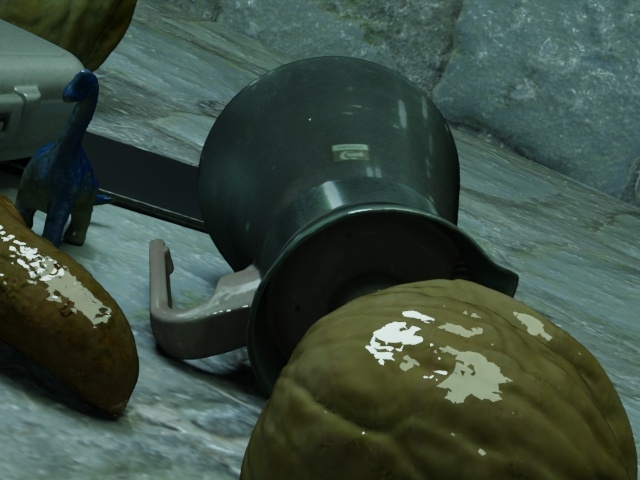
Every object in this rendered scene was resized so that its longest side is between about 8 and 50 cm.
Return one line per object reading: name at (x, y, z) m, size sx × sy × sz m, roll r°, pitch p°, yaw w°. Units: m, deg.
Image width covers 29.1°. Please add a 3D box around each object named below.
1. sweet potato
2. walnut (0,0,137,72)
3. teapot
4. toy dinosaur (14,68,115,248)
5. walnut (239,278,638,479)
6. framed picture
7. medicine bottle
sweet potato at (-0.254, 0.011, 0.921) m, size 0.341 × 0.092 × 0.114 m, roll 35°, pitch -5°, yaw 42°
walnut at (-0.373, -0.337, 1.631) m, size 0.283 × 0.283 × 0.227 m, roll 22°, pitch 1°, yaw 2°
teapot at (0.000, 0.000, 1.072) m, size 0.300 × 0.253 × 0.344 m, roll -14°, pitch 24°, yaw -1°
toy dinosaur at (-0.212, -0.076, 1.098) m, size 0.075 × 0.188 × 0.247 m, roll 30°, pitch 14°, yaw 4°
walnut at (0.070, 0.135, 0.705) m, size 0.228 × 0.228 × 0.228 m, roll 20°, pitch 15°, yaw -5°
framed picture at (-0.269, -0.093, 1.417) m, size 0.339 × 0.014 × 0.255 m, roll 17°, pitch 15°, yaw -16°
medicine bottle at (-0.421, -0.156, 1.182) m, size 0.282 × 0.123 × 0.375 m, roll 25°, pitch 19°, yaw 28°
